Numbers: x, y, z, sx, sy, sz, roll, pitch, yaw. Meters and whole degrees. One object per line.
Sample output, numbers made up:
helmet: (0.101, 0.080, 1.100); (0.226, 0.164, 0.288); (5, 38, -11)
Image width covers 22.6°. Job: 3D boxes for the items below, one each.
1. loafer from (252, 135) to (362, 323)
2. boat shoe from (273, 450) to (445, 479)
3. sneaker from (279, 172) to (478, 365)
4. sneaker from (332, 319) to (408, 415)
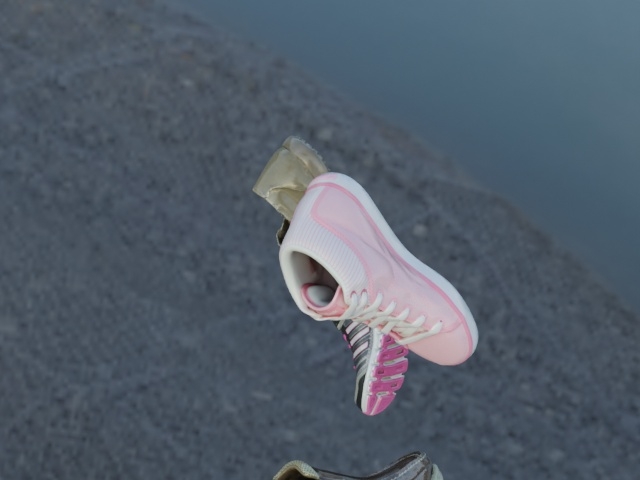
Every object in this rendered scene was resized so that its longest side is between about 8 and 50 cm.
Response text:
loafer: (0.000, 0.000, 1.047); (0.050, 0.148, 0.056); (-33, 26, -7)
boat shoe: (0.007, 0.212, 1.262); (0.257, 0.095, 0.095); (-28, 90, -52)
sneaker: (0.027, 0.033, 0.866); (0.134, 0.051, 0.070); (49, 45, -17)
sneaker: (0.051, 0.104, 1.759); (0.075, 0.170, 0.063); (9, 9, 39)
